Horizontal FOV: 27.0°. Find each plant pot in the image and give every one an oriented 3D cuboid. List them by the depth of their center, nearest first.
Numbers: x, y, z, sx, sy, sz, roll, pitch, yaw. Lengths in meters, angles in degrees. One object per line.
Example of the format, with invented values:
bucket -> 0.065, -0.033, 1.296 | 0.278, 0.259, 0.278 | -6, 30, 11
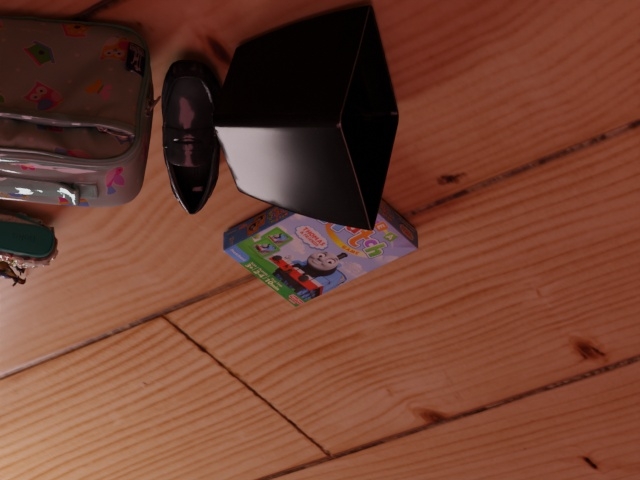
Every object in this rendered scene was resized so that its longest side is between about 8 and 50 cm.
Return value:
plant pot -> -0.019, -0.141, 1.535 | 0.167, 0.188, 0.187 | 2, 142, 17

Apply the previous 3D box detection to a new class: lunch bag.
lunch bag -> -0.319, -0.143, 1.482 | 0.279, 0.224, 0.108 | 4, 140, -4

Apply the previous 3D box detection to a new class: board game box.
board game box -> 0.000, 0.000, 1.796 | 0.211, 0.039, 0.160 | -27, 132, 27

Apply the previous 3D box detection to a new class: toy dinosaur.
toy dinosaur -> -0.453, 0.036, 1.838 | 0.082, 0.047, 0.090 | 21, 149, 3

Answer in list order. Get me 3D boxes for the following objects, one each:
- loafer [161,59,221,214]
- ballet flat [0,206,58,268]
loafer -> -0.154, -0.123, 1.618 | 0.076, 0.078, 0.223 | 1, 140, -2
ballet flat -> -0.464, -0.014, 1.749 | 0.241, 0.091, 0.077 | 23, 157, -20
